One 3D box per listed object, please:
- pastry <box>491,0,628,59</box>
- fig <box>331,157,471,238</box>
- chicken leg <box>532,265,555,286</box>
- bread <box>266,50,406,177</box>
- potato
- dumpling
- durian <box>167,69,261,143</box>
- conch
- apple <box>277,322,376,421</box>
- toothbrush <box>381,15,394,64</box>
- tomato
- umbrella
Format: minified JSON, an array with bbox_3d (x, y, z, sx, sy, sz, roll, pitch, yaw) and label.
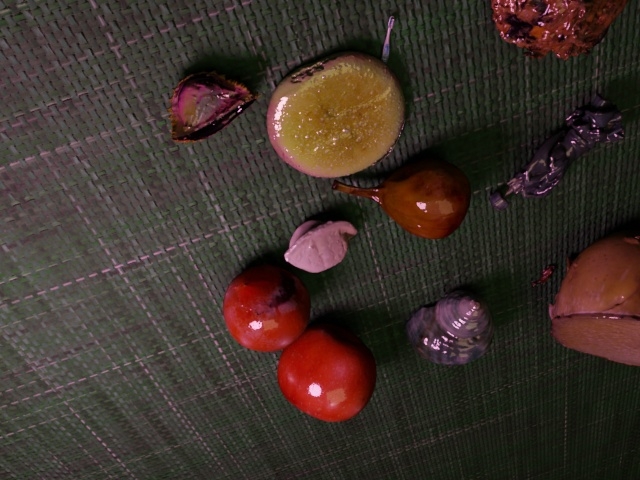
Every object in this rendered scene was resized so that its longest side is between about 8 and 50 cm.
[{"bbox_3d":[0.453,-0.451,1.128,0.275,0.193,0.275,-9,129,-11],"label":"pastry"},{"bbox_3d":[0.191,-0.123,1.363,0.290,0.190,0.190,29,121,5],"label":"fig"},{"bbox_3d":[0.634,0.102,1.730,0.036,0.021,0.083,5,131,-32],"label":"chicken leg"},{"bbox_3d":[0.037,-0.244,1.270,0.301,0.045,0.301,-7,133,-7],"label":"bread"},{"bbox_3d":[0.847,0.146,1.667,0.385,0.319,0.442,1,153,37],"label":"potato"},{"bbox_3d":[0.001,0.001,1.426,0.176,0.092,0.150,13,126,-25],"label":"dumpling"},{"bbox_3d":[-0.217,-0.267,1.170,0.187,0.119,0.108,-32,92,-4],"label":"durian"},{"bbox_3d":[0.371,0.232,1.677,0.220,0.195,0.277,30,146,-2],"label":"conch"},{"bbox_3d":[0.024,0.340,1.601,0.260,0.260,0.216,22,96,-29],"label":"apple"},{"bbox_3d":[0.128,-0.367,1.222,0.014,0.017,0.162,1,131,-10],"label":"toothbrush"},{"bbox_3d":[-0.124,0.155,1.439,0.208,0.208,0.184,-3,149,-13],"label":"tomato"},{"bbox_3d":[0.549,-0.184,1.433,0.349,0.094,0.143,-40,123,19],"label":"umbrella"}]
